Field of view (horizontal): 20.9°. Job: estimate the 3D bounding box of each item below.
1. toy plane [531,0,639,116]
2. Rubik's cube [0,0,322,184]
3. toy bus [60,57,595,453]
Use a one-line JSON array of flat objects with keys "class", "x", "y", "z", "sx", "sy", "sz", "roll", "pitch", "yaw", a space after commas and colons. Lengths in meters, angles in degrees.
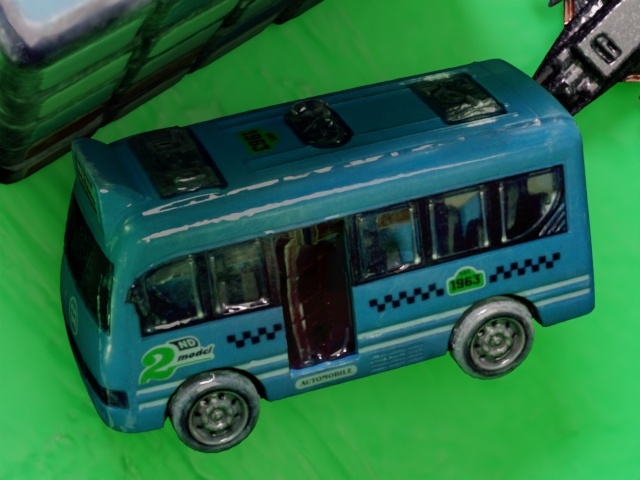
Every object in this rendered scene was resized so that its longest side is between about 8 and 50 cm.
[{"class": "toy plane", "x": 0.149, "y": -0.103, "z": 0.920, "sx": 0.130, "sy": 0.061, "sz": 0.189, "roll": 44, "pitch": 76, "yaw": -6}, {"class": "Rubik's cube", "x": -0.090, "y": -0.229, "z": 0.761, "sx": 0.292, "sy": 0.287, "sz": 0.293, "roll": -34, "pitch": 92, "yaw": -14}, {"class": "toy bus", "x": 0.000, "y": 0.000, "z": 0.823, "sx": 0.246, "sy": 0.113, "sz": 0.134, "roll": -13, "pitch": 120, "yaw": -14}]
